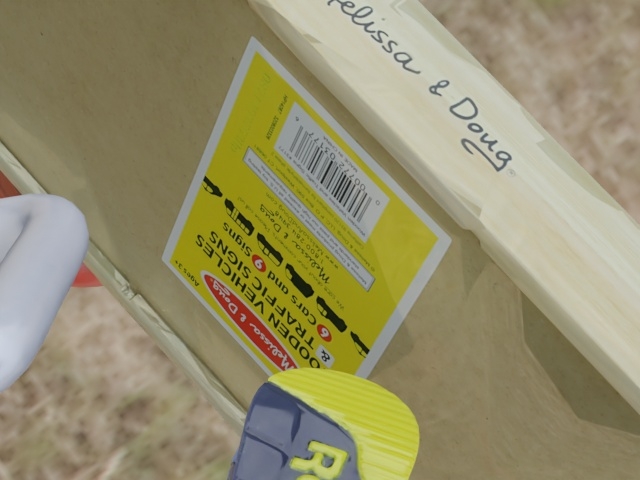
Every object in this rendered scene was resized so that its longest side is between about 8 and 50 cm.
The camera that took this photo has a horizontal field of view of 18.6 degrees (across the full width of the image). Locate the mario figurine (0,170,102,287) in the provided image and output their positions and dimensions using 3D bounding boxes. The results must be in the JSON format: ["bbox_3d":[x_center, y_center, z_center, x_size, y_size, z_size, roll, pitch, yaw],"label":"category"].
[{"bbox_3d":[-0.073,-0.078,0.850,0.170,0.320,0.198,14,77,-2],"label":"mario figurine"}]

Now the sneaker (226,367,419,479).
[{"bbox_3d":[-0.017,0.097,0.450,0.053,0.059,0.144,24,48,9],"label":"sneaker"}]

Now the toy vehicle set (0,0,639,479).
[{"bbox_3d":[0.000,0.000,0.547,0.035,0.166,0.267,-35,76,-32],"label":"toy vehicle set"}]

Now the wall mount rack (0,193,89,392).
[{"bbox_3d":[-0.215,-0.051,0.326,0.130,0.304,0.350,-75,151,-69],"label":"wall mount rack"}]
